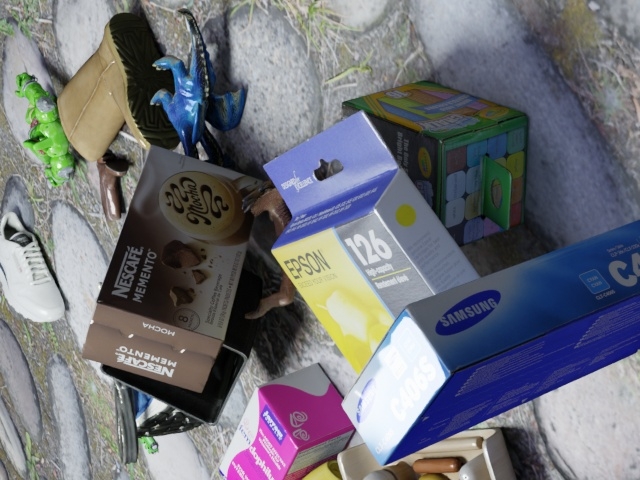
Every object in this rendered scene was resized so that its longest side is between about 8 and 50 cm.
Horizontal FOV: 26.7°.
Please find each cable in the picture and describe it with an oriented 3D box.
[{"bbox_3d":[-0.323,0.202,2.093,0.139,0.072,0.287,35,124,58],"label":"cable"}]

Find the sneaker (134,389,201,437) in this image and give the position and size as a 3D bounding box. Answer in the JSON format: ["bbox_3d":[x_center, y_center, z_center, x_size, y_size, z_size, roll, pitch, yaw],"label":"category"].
[{"bbox_3d":[-0.241,0.209,2.151,0.330,0.129,0.147,-54,47,47],"label":"sneaker"}]

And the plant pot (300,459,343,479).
[{"bbox_3d":[0.021,0.357,1.844,0.134,0.134,0.095,37,110,39],"label":"plant pot"}]

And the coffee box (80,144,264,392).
[{"bbox_3d":[-0.191,0.033,1.779,0.119,0.168,0.297,115,171,-45],"label":"coffee box"}]

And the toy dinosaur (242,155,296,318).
[{"bbox_3d":[0.000,0.000,1.695,0.295,0.127,0.200,8,105,47],"label":"toy dinosaur"}]

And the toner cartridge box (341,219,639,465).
[{"bbox_3d":[0.198,0.084,1.248,0.075,0.347,0.165,55,142,24],"label":"toner cartridge box"}]

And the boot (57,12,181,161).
[{"bbox_3d":[-0.308,-0.190,2.066,0.269,0.089,0.236,-41,62,54],"label":"boot"}]

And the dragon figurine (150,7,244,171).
[{"bbox_3d":[-0.160,-0.189,1.849,0.144,0.085,0.289,52,146,22],"label":"dragon figurine"}]

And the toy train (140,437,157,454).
[{"bbox_3d":[-0.312,0.343,2.383,0.083,0.017,0.024,47,129,31],"label":"toy train"}]

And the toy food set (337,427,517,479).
[{"bbox_3d":[0.148,0.356,1.678,0.306,0.092,0.220,-17,92,56],"label":"toy food set"}]

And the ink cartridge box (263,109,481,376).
[{"bbox_3d":[0.055,0.031,1.468,0.307,0.072,0.303,53,158,-7],"label":"ink cartridge box"}]

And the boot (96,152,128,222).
[{"bbox_3d":[-0.333,-0.077,2.189,0.106,0.037,0.114,-145,50,-59],"label":"boot"}]

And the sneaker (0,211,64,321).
[{"bbox_3d":[-0.547,0.053,2.516,0.235,0.090,0.095,50,131,26],"label":"sneaker"}]

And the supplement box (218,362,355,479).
[{"bbox_3d":[-0.048,0.291,1.905,0.111,0.114,0.220,53,140,26],"label":"supplement box"}]

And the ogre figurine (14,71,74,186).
[{"bbox_3d":[-0.456,-0.176,2.266,0.118,0.096,0.197,30,118,59],"label":"ogre figurine"}]

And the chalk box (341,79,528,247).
[{"bbox_3d":[0.137,-0.077,1.452,0.213,0.132,0.132,27,126,44],"label":"chalk box"}]

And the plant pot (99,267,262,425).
[{"bbox_3d":[-0.181,0.119,1.924,0.187,0.167,0.188,26,136,0],"label":"plant pot"}]
